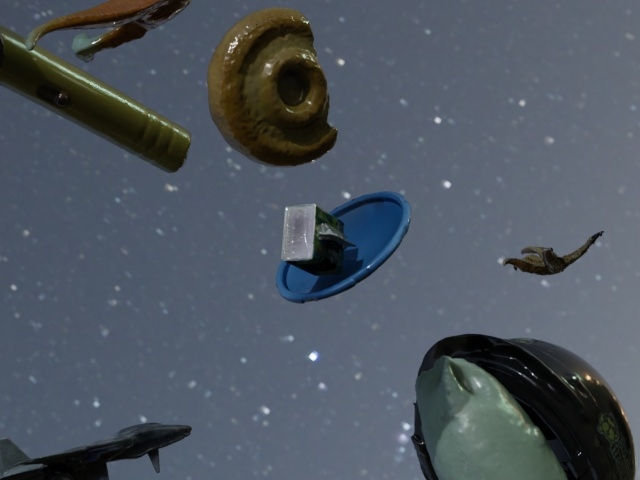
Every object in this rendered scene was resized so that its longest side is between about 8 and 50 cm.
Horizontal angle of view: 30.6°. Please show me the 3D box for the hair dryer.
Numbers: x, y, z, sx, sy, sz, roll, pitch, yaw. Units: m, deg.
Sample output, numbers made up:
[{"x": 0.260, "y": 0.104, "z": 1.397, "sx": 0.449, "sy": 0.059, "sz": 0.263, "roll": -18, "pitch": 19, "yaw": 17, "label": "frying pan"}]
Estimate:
[{"x": -0.218, "y": -0.133, "z": 0.911, "sx": 0.278, "sy": 0.135, "sz": 0.090, "roll": 29, "pitch": -68, "yaw": -38, "label": "hair dryer"}]

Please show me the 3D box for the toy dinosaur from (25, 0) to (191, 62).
[{"x": -0.101, "y": -0.167, "z": 0.782, "sx": 0.212, "sy": 0.142, "sz": 0.057, "roll": -83, "pitch": -22, "yaw": -55, "label": "toy dinosaur"}]

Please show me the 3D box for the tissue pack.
[{"x": 0.000, "y": 0.000, "z": 1.715, "sx": 0.111, "sy": 0.079, "sz": 0.085, "roll": 31, "pitch": -121, "yaw": -62, "label": "tissue pack"}]

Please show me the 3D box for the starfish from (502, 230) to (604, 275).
[{"x": 0.301, "y": 0.022, "z": 1.490, "sx": 0.130, "sy": 0.041, "sz": 0.133, "roll": -16, "pitch": 1, "yaw": 14, "label": "starfish"}]

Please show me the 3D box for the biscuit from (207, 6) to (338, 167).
[{"x": -0.085, "y": -0.247, "z": 1.993, "sx": 0.213, "sy": 0.091, "sz": 0.274, "roll": -27, "pitch": -68, "yaw": -24, "label": "biscuit"}]

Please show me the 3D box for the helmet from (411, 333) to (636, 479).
[{"x": 0.227, "y": 0.200, "z": 1.238, "sx": 0.160, "sy": 0.230, "sz": 0.279, "roll": -27, "pitch": -71, "yaw": -42, "label": "helmet"}]

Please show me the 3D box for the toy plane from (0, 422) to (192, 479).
[{"x": -0.299, "y": 0.296, "z": 1.568, "sx": 0.267, "sy": 0.088, "sz": 0.212, "roll": -3, "pitch": -13, "yaw": -20, "label": "toy plane"}]

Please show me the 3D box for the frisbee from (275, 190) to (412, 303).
[{"x": 0.040, "y": 0.016, "z": 1.782, "sx": 0.242, "sy": 0.242, "sz": 0.045, "roll": -44, "pitch": -65, "yaw": -14, "label": "frisbee"}]

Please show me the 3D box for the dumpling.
[{"x": 0.164, "y": 0.210, "z": 1.111, "sx": 0.105, "sy": 0.217, "sz": 0.149, "roll": -38, "pitch": -21, "yaw": -4, "label": "dumpling"}]
